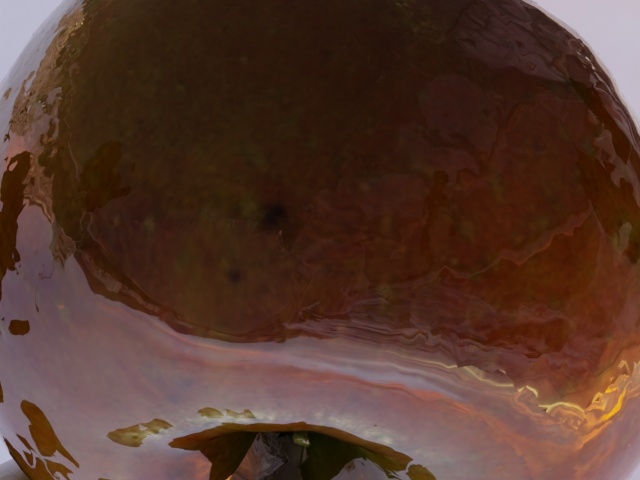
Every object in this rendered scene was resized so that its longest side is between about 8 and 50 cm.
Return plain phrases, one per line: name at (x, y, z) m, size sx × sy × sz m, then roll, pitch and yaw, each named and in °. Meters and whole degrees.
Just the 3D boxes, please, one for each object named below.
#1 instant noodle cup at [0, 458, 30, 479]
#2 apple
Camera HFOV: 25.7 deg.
instant noodle cup at (-0.078, 0.163, 0.614) m, size 0.236 × 0.215 × 0.215 m, roll -17°, pitch -130°, yaw -31°
apple at (0.000, 0.000, 0.466) m, size 0.237 × 0.237 × 0.207 m, roll 19°, pitch -135°, yaw -6°
